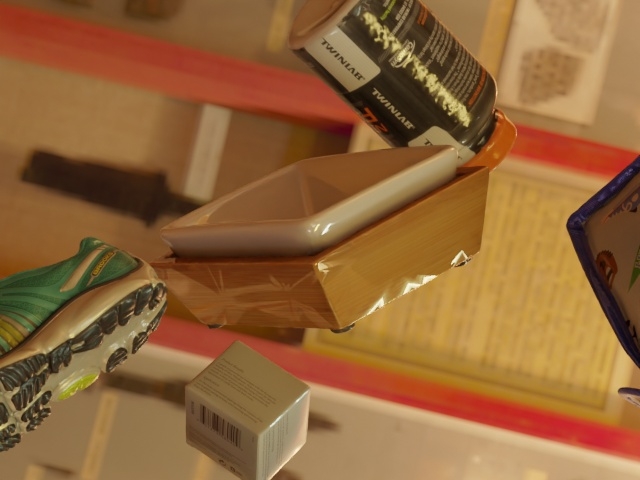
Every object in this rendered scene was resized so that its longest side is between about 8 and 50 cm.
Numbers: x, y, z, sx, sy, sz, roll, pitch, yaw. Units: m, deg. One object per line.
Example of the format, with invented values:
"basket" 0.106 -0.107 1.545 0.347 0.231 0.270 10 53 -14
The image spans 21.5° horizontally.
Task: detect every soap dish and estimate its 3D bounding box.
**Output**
"soap dish" 0.000 0.000 1.657 0.229 0.291 0.118 -28 106 -33

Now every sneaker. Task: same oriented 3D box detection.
"sneaker" -0.253 0.089 1.364 0.275 0.110 0.107 -33 146 -31

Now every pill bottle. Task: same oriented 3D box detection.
"pill bottle" 0.092 -0.165 1.728 0.130 0.246 0.130 -39 -157 20

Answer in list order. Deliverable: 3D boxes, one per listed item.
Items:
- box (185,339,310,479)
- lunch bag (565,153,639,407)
"box" -0.076 0.180 1.742 0.087 0.101 0.102 -43 152 -34
"lunch bag" 0.458 0.109 1.710 0.239 0.328 0.385 -46 -147 22
